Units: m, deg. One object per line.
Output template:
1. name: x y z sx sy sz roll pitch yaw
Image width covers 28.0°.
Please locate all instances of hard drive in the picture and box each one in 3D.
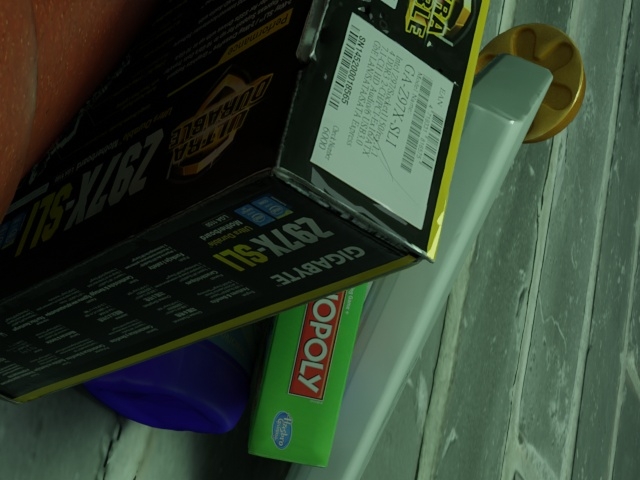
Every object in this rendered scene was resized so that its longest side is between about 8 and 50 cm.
1. hard drive: 0.062 0.047 0.917 0.353 0.047 0.233 -66 173 20

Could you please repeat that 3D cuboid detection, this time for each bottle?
1. bottle: -0.072 -0.026 0.814 0.118 0.092 0.283 55 42 -58

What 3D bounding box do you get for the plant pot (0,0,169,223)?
1. plant pot: -0.179 -0.105 0.439 0.265 0.272 0.272 -60 142 -59

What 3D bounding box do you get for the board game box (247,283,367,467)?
1. board game box: 0.000 0.000 0.809 0.317 0.046 0.214 -115 -144 -85

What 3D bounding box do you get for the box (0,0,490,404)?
1. box: -0.057 -0.075 0.597 0.079 0.322 0.257 30 58 -29

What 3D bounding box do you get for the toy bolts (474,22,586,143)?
1. toy bolts: 0.078 -0.165 1.032 0.158 0.218 0.229 27 48 -55
